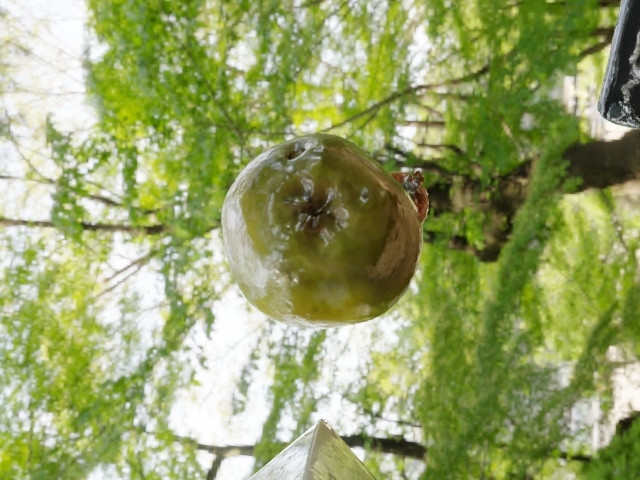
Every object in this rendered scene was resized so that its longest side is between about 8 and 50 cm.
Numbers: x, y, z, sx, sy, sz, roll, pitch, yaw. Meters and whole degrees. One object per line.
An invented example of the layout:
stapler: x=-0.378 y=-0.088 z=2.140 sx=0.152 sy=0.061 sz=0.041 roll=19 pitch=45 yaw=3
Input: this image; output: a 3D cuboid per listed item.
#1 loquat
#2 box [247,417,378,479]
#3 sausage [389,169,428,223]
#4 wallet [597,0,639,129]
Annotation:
loquat: x=0.000 y=0.000 z=0.878 sx=0.246 sy=0.214 sz=0.213 roll=91 pitch=-173 yaw=-74
box: x=0.019 y=0.300 z=0.763 sx=0.116 sy=0.203 sz=0.274 roll=-41 pitch=-2 yaw=2
sausage: x=0.057 y=0.002 z=1.096 sx=0.312 sy=0.093 sz=0.093 roll=127 pitch=161 yaw=-53
wallet: x=0.448 y=-0.296 z=0.877 sx=0.062 sy=0.228 sz=0.406 roll=-51 pitch=-31 yaw=-50
